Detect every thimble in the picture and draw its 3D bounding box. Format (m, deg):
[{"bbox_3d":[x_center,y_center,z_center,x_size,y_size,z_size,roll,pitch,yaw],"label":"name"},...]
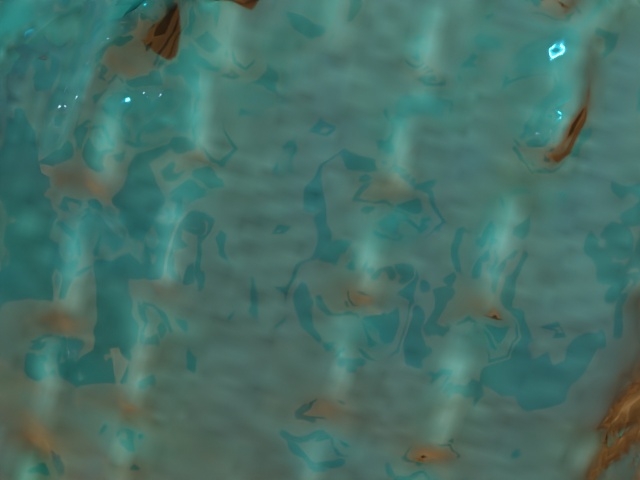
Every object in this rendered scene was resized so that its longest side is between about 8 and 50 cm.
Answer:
[{"bbox_3d":[0.000,0.000,0.445,0.172,0.205,0.236,17,-44,-2],"label":"thimble"}]
